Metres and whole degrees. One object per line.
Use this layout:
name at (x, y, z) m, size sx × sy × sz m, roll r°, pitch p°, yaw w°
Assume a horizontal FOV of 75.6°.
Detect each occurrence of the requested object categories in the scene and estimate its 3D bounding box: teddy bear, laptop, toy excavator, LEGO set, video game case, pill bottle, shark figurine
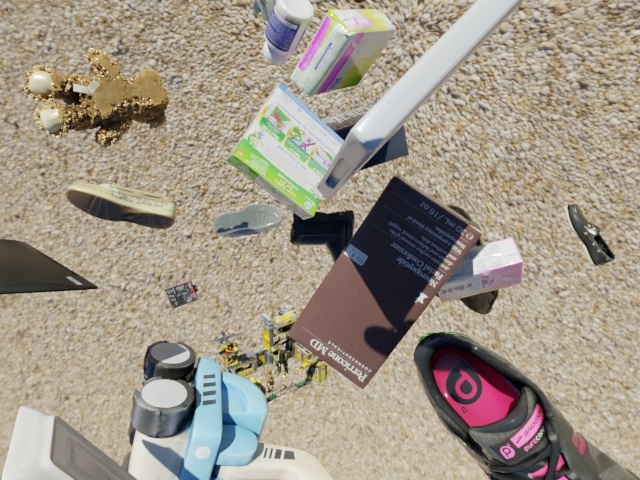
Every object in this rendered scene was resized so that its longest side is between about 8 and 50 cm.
teddy bear at (-0.585, -0.371, 1.097) m, size 0.113 × 0.338 × 0.245 m, roll -13°, pitch 113°, yaw 51°
laptop at (-0.527, 0.094, 0.594) m, size 0.234 × 0.264 × 0.137 m, roll 20°, pitch 149°, yaw 26°
toy excavator at (-0.154, 0.412, 0.821) m, size 0.444 × 0.433 × 0.223 m, roll 12°, pitch 103°, yaw -19°
LEGO set at (-0.142, 0.313, 1.185) m, size 0.331 × 0.255 × 0.192 m, roll -11°, pitch 111°, yaw -26°
video game case at (0.133, -0.201, 0.558) m, size 0.036 × 0.300 × 0.329 m, roll 44°, pitch 83°, yaw -3°
pill bottle at (-0.105, -0.625, 1.230) m, size 0.112 × 0.112 × 0.186 m, roll 36°, pitch 144°, yaw -7°
shark figurine at (-0.160, -0.785, 1.429) m, size 0.116 × 0.166 × 0.278 m, roll -37°, pitch 140°, yaw -12°

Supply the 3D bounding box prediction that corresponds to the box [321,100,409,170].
box at (0.147, -0.396, 1.597) m, size 0.293 × 0.296 × 0.183 m, roll -19°, pitch 116°, yaw 0°

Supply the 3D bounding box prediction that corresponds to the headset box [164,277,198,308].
headset box at (-0.395, 0.151, 1.187) m, size 0.083 × 0.032 × 0.062 m, roll -21°, pitch 107°, yaw -10°

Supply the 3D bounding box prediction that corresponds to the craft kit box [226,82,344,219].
craft kit box at (-0.071, -0.223, 1.049) m, size 0.249 × 0.247 × 0.061 m, roll 37°, pitch 151°, yaw -23°

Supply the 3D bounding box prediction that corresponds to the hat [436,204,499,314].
hat at (0.361, 0.073, 1.192) m, size 0.133 × 0.331 × 0.332 m, roll -18°, pitch 113°, yaw -7°

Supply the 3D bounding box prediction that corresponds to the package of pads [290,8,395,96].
package of pads at (0.073, -0.552, 1.202) m, size 0.101 × 0.296 × 0.229 m, roll 48°, pitch 132°, yaw 5°

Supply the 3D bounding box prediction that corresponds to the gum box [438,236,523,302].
gum box at (0.341, 0.067, 0.896) m, size 0.188 × 0.062 × 0.107 m, roll -17°, pitch 144°, yaw 14°

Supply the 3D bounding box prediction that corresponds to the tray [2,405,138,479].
tray at (-0.263, 0.312, 0.508) m, size 0.030 × 0.145 × 0.270 m, roll -39°, pitch 117°, yaw -16°

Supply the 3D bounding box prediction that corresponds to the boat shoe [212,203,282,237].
boat shoe at (-0.307, -0.074, 1.791) m, size 0.320 × 0.118 × 0.103 m, roll -12°, pitch 154°, yaw 13°

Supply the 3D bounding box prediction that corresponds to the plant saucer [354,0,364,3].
plant saucer at (0.150, -0.870, 1.321) m, size 0.036 × 0.198 × 0.199 m, roll 39°, pitch 119°, yaw 14°

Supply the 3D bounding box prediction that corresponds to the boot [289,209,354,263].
boot at (0.000, 0.000, 1.386) m, size 0.207 × 0.094 × 0.247 m, roll -1°, pitch 128°, yaw -5°

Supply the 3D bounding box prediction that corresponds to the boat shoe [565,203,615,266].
boat shoe at (0.525, -0.015, 0.807) m, size 0.042 × 0.048 × 0.133 m, roll -34°, pitch 78°, yaw 52°

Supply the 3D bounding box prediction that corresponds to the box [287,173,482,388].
box at (0.119, 0.076, 0.822) m, size 0.191 × 0.143 × 0.382 m, roll 34°, pitch 106°, yaw 5°

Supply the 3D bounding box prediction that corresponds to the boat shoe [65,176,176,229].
boat shoe at (-0.560, -0.110, 1.179) m, size 0.285 × 0.089 × 0.104 m, roll 18°, pitch 142°, yaw -30°

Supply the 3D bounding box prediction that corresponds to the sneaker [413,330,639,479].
sneaker at (0.305, 0.318, 0.599) m, size 0.185 × 0.482 × 0.202 m, roll -50°, pitch 143°, yaw 1°
